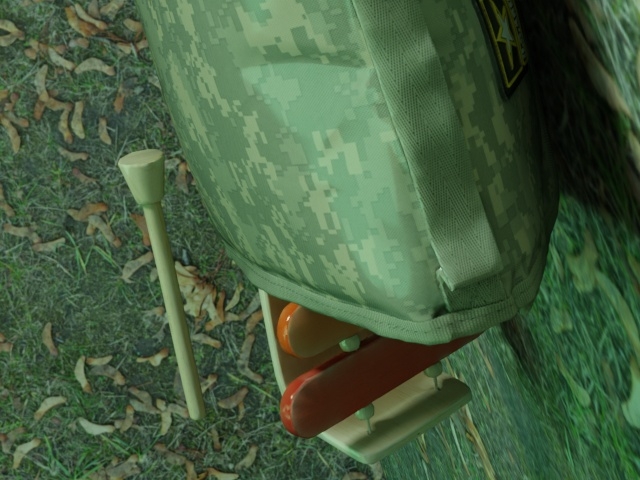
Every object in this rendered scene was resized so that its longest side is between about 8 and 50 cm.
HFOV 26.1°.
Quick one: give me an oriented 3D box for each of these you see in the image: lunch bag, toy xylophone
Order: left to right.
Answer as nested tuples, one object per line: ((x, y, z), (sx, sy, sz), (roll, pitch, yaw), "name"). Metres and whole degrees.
((0.000, 0.000, 0.909), (0.081, 0.236, 0.323), (10, 125, 46), "toy xylophone")
((0.013, -0.094, 0.682), (0.287, 0.169, 0.235), (-143, 33, -70), "lunch bag")
